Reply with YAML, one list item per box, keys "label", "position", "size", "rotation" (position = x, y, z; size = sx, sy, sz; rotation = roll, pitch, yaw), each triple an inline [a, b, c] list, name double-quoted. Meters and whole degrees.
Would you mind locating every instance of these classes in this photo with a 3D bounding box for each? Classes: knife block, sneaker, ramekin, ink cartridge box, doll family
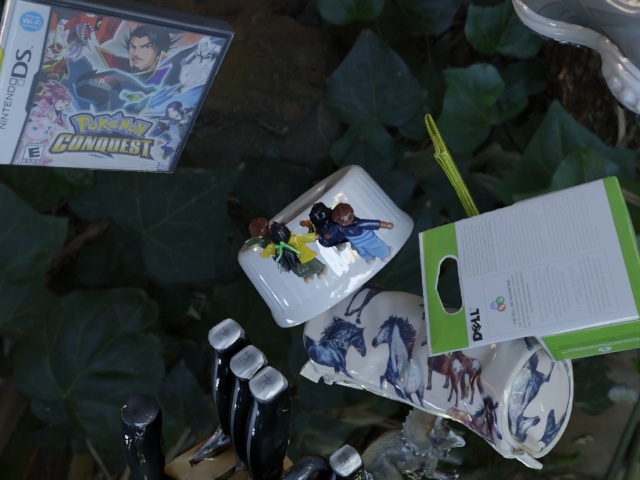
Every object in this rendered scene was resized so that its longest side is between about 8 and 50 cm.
- label: "knife block"
  position: [-0.060, 0.165, 0.401]
  size: [0.276, 0.088, 0.241]
  rotation: [-11, 102, 60]
- label: "sneaker"
  position: [0.235, -0.204, 0.543]
  size: [0.100, 0.271, 0.108]
  rotation: [-19, 130, -2]
- label: "ramekin"
  position: [0.000, 0.000, 1.095]
  size: [0.277, 0.277, 0.135]
  rotation: [-30, 103, 39]
- label: "ink cartridge box"
  position: [0.263, 0.051, 0.848]
  size: [0.255, 0.188, 0.097]
  rotation: [-16, 145, 25]
- label: "doll family"
  position: [-0.004, -0.003, 0.812]
  size: [0.193, 0.076, 0.111]
  rotation: [-20, 138, 18]

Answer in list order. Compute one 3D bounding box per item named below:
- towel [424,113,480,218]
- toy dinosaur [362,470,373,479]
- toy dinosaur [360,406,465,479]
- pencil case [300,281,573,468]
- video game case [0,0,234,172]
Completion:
- label: "towel"
  position: [0.208, -0.072, 1.010]
  size: [0.021, 0.102, 0.237]
  rotation: [-26, 129, 13]
- label: "toy dinosaur"
  position: [0.034, 0.270, 0.690]
  size: [0.047, 0.082, 0.090]
  rotation: [-5, 126, 8]
- label: "toy dinosaur"
  position: [0.149, 0.404, 1.268]
  size: [0.314, 0.121, 0.160]
  rotation: [-34, 112, 26]
- label: "pencil case"
  position: [0.157, 0.179, 0.994]
  size: [0.411, 0.183, 0.160]
  rotation: [13, 169, 46]
- label: "video game case"
  position: [-0.277, -0.193, 0.877]
  size: [0.275, 0.035, 0.248]
  rotation: [-1, 137, -40]
